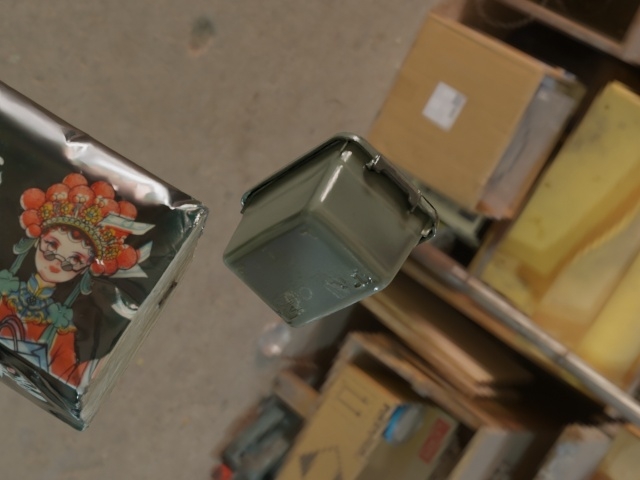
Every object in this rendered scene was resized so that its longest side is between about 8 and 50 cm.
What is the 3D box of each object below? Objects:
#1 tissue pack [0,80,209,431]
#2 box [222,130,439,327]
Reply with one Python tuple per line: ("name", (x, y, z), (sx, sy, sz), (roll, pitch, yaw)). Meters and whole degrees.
("tissue pack", (-0.146, -0.008, 0.538), (0.103, 0.170, 0.090), (-59, 178, -20))
("box", (0.000, 0.000, 1.069), (0.172, 0.124, 0.093), (-30, -157, 48))
